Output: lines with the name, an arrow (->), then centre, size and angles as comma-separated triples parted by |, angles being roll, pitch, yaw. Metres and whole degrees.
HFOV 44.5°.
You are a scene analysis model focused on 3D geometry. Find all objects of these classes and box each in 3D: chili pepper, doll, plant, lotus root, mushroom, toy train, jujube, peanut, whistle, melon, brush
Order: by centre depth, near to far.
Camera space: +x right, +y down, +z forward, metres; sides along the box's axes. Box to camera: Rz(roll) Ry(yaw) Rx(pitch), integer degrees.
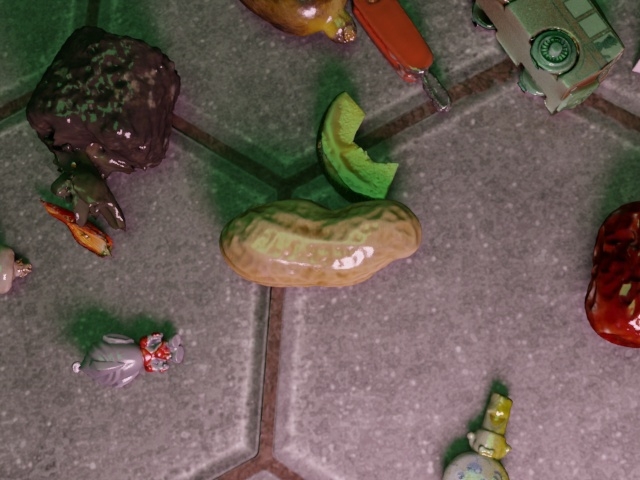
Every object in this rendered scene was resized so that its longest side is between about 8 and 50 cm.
jujube -> 0.485, 0.052, 1.193 | 0.155, 0.155, 0.230 | 4, 72, 7
whistle -> 0.253, 0.334, 1.209 | 0.104, 0.057, 0.198 | 16, 73, 15
peanut -> 0.000, 0.000, 1.261 | 0.325, 0.140, 0.153 | -7, 61, 3
doll -> -0.316, 0.193, 1.288 | 0.180, 0.079, 0.094 | -10, 101, -9
plant -> -0.368, -0.176, 1.297 | 0.213, 0.215, 0.312 | 19, 84, 6
toy train -> 0.362, -0.373, 1.305 | 0.159, 0.129, 0.326 | -30, 76, -6
melon -> 0.056, -0.147, 1.325 | 0.118, 0.064, 0.209 | -35, 79, -7
mushroom -> -0.537, 0.050, 1.347 | 0.079, 0.085, 0.085 | 6, 75, -36
lotus root -> -0.053, -0.455, 1.358 | 0.314, 0.141, 0.169 | 40, 89, 11
chili pepper -> -0.421, -0.023, 1.361 | 0.178, 0.027, 0.045 | 32, 122, 11
brush -> 0.133, -0.350, 1.367 | 0.070, 0.051, 0.323 | -28, 74, -7

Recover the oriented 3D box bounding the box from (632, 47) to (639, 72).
box -> 0.623, -0.329, 1.192 | 0.203, 0.274, 0.116 | 18, 82, 11
